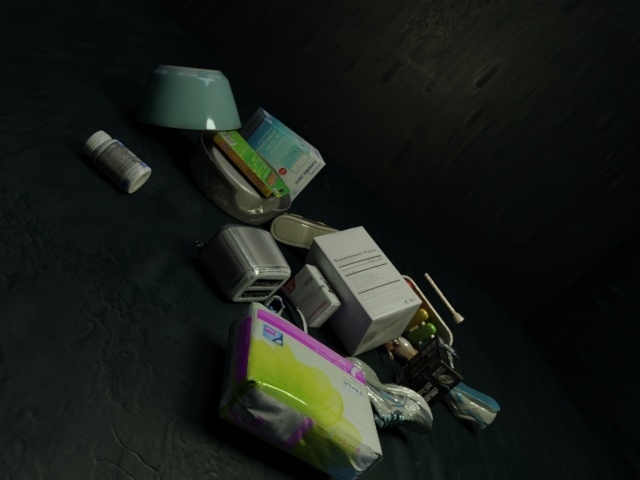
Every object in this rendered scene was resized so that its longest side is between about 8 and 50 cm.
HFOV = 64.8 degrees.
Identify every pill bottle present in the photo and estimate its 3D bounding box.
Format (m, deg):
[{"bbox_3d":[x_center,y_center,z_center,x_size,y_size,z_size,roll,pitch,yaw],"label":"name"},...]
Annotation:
[{"bbox_3d":[-0.461,-0.178,1.140,0.137,0.078,0.078,42,17,-6],"label":"pill bottle"}]

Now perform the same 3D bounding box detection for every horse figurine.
[{"bbox_3d":[0.237,0.328,1.497,0.263,0.066,0.174,36,8,-6],"label":"horse figurine"}]

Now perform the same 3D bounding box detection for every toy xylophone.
[{"bbox_3d":[0.322,0.237,1.651,0.081,0.236,0.322,-30,71,-35],"label":"toy xylophone"}]

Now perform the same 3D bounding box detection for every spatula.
[{"bbox_3d":[-0.049,0.194,1.237,0.296,0.030,0.084,53,2,38],"label":"spatula"}]

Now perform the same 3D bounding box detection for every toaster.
[{"bbox_3d":[-0.171,0.053,1.154,0.146,0.129,0.227,53,18,22],"label":"toaster"}]

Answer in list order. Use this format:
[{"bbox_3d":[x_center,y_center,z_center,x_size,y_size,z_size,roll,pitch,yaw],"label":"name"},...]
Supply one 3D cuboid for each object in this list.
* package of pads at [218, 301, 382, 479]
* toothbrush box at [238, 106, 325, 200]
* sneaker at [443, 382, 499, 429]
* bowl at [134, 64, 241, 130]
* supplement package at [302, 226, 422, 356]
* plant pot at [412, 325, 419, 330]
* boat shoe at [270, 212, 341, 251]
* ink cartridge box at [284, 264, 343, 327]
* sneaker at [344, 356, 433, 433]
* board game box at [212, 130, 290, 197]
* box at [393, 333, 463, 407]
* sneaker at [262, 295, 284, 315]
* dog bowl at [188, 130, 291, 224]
[{"bbox_3d":[-0.033,0.268,0.896,0.297,0.101,0.229,36,19,-20],"label":"package of pads"},{"bbox_3d":[-0.167,-0.306,1.854,0.296,0.216,0.126,33,21,-34],"label":"toothbrush box"},{"bbox_3d":[0.414,0.481,1.522,0.229,0.092,0.087,28,14,19],"label":"sneaker"},{"bbox_3d":[-0.389,-0.430,1.501,0.312,0.163,0.311,5,17,-2],"label":"bowl"},{"bbox_3d":[0.099,0.134,1.386,0.175,0.177,0.293,-14,52,-31],"label":"supplement package"},{"bbox_3d":[0.310,0.247,1.916,0.236,0.032,0.236,39,17,-14],"label":"plant pot"},{"bbox_3d":[0.000,0.000,1.598,0.325,0.116,0.096,21,13,-4],"label":"boat shoe"},{"bbox_3d":[-0.020,0.146,1.313,0.056,0.099,0.135,19,30,-55],"label":"ink cartridge box"},{"bbox_3d":[0.133,0.384,1.132,0.283,0.110,0.122,31,32,-14],"label":"sneaker"},{"bbox_3d":[-0.202,-0.225,1.517,0.259,0.039,0.124,45,21,2],"label":"board game box"},{"bbox_3d":[0.279,0.361,1.331,0.078,0.180,0.147,40,17,-4],"label":"box"},{"bbox_3d":[-0.105,0.156,1.174,0.052,0.058,0.135,42,17,-4],"label":"sneaker"},{"bbox_3d":[-0.252,-0.192,1.553,0.349,0.102,0.348,39,23,-20],"label":"dog bowl"}]
